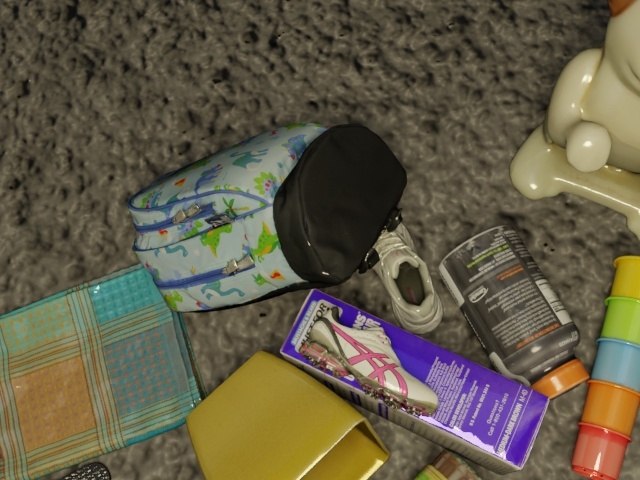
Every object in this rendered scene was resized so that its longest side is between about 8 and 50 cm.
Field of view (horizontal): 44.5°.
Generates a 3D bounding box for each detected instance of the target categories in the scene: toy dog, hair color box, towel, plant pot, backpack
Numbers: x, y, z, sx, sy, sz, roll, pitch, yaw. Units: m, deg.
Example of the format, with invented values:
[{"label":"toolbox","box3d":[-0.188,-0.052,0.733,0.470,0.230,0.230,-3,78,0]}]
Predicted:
[{"label":"toy dog","box3d":[0.481,-0.217,1.071,0.285,0.408,0.395,33,78,14]},{"label":"hair color box","box3d":[0.124,0.198,1.081,0.339,0.185,0.110,23,75,12]},{"label":"towel","box3d":[-0.379,0.204,1.203,0.370,0.040,0.271,-20,70,-2]},{"label":"plant pot","box3d":[-0.057,0.278,1.071,0.212,0.212,0.187,-42,59,-9]},{"label":"backpack","box3d":[-0.100,-0.026,1.108,0.273,0.356,0.290,48,41,-11]}]

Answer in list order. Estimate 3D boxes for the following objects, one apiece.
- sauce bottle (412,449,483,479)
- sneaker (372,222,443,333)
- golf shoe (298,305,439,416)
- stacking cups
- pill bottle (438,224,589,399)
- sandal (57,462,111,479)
[{"label":"sauce bottle","box3d":[0.089,0.435,1.041,0.344,0.111,0.111,-43,73,-11]},{"label":"sneaker","box3d":[0.115,0.023,1.177,0.090,0.115,0.232,-31,71,-5]},{"label":"golf shoe","box3d":[0.069,0.149,0.968,0.186,0.067,0.086,28,74,14]},{"label":"stacking cups","box3d":[0.432,0.183,1.107,0.096,0.096,0.316,15,75,10]},{"label":"pill bottle","box3d":[0.282,0.111,1.124,0.131,0.130,0.245,-27,71,-4]},{"label":"sandal","box3d":[-0.394,0.382,1.148,0.179,0.040,0.067,-19,75,-17]}]
